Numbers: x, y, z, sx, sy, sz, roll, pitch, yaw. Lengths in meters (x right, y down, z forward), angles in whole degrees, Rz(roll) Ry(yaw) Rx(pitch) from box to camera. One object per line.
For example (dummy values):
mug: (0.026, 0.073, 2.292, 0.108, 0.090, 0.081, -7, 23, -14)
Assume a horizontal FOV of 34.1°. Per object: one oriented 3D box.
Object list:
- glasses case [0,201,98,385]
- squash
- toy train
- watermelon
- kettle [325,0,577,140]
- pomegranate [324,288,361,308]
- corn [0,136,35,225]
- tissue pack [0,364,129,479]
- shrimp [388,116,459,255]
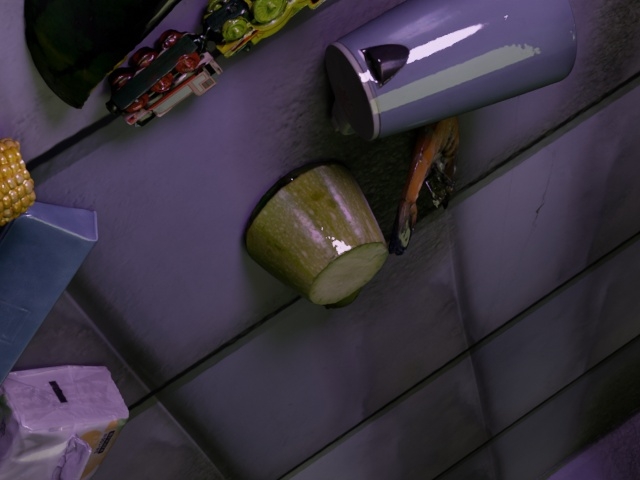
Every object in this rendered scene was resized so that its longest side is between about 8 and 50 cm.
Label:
glasses case: (-0.335, 0.077, 1.109, 0.105, 0.056, 0.266, 9, 126, -50)
squash: (0.000, 0.000, 1.293, 0.170, 0.123, 0.170, -29, 153, -16)
toy train: (-0.099, -0.194, 1.002, 0.249, 0.053, 0.085, -38, 154, 0)
watermelon: (-0.150, -0.236, 0.889, 0.301, 0.123, 0.129, -46, 179, 11)
kettle: (0.129, -0.201, 1.162, 0.243, 0.160, 0.210, -24, 176, -11)
pomegranate: (0.018, 0.051, 1.423, 0.073, 0.073, 0.085, -23, 109, -23)
corn: (-0.375, -0.012, 0.931, 0.248, 0.081, 0.081, -28, 147, -17)
tissue pack: (-0.344, 0.283, 1.274, 0.159, 0.145, 0.229, 3, 130, -47)
shrimp: (0.128, -0.053, 1.329, 0.262, 0.051, 0.198, 75, 38, -66)
